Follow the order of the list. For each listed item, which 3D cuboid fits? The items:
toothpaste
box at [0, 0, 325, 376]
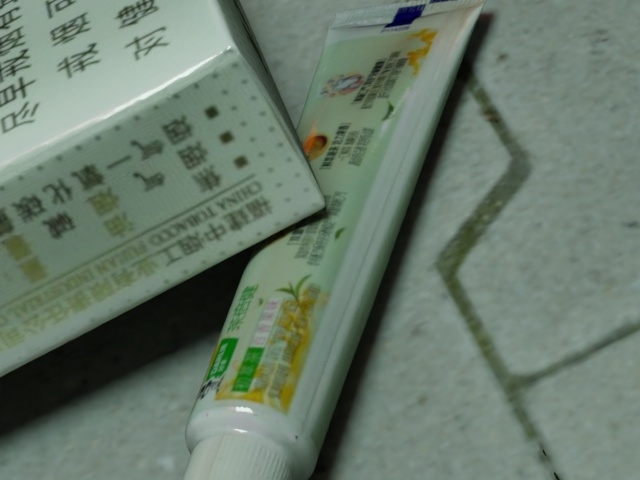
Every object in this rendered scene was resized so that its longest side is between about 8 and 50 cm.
[{"bbox_3d":[0.000,0.000,0.815,0.058,0.056,0.314,25,49,-5],"label":"toothpaste"},{"bbox_3d":[-0.180,-0.022,0.859,0.330,0.095,0.210,-27,34,3],"label":"box"}]
